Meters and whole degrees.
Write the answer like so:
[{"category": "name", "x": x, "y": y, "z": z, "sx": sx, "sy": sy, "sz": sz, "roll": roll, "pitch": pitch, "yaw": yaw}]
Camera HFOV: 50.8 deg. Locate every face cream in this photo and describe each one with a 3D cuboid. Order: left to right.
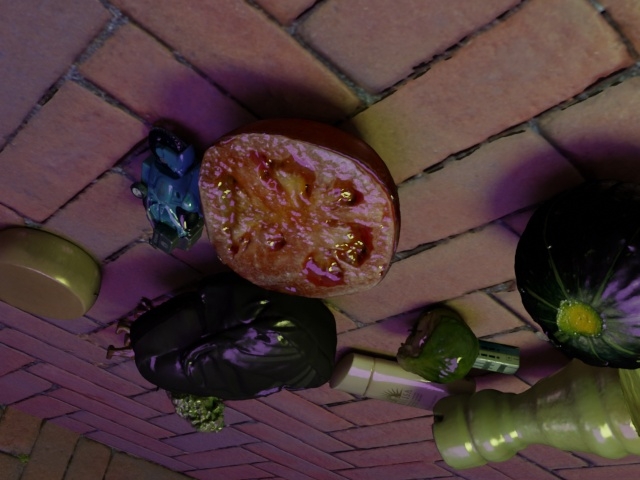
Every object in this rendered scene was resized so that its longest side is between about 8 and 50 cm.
[{"category": "face cream", "x": 0.201, "y": 0.362, "z": 1.700, "sx": 0.348, "sy": 0.081, "sz": 0.173, "roll": 12, "pitch": 145, "yaw": -1}]

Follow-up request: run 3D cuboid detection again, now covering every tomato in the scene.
[{"category": "tomato", "x": -0.020, "y": -0.064, "z": 1.056, "sx": 0.338, "sy": 0.144, "sz": 0.338, "roll": 10, "pitch": 135, "yaw": 10}]

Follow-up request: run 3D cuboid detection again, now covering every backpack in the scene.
[{"category": "backpack", "x": -0.197, "y": 0.208, "z": 1.454, "sx": 0.445, "sy": 0.255, "sz": 0.363, "roll": -17, "pitch": 140, "yaw": 16}]

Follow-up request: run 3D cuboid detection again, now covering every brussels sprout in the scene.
[{"category": "brussels sprout", "x": 0.255, "y": 0.232, "z": 1.430, "sx": 0.145, "sy": 0.131, "sz": 0.183, "roll": 32, "pitch": 134, "yaw": -3}]

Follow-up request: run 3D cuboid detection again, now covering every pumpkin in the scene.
[{"category": "pumpkin", "x": 0.454, "y": 0.031, "z": 1.011, "sx": 0.295, "sy": 0.296, "sz": 0.296, "roll": 9, "pitch": 147, "yaw": 6}]

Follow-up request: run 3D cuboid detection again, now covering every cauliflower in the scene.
[{"category": "cauliflower", "x": -0.285, "y": 0.361, "z": 1.789, "sx": 0.315, "sy": 0.239, "sz": 0.256, "roll": -20, "pitch": 111, "yaw": 16}]

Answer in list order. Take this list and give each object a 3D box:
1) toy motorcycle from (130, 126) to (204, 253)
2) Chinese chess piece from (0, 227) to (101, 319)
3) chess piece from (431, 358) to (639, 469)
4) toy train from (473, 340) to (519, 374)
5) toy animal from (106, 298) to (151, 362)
[{"category": "toy motorcycle", "x": -0.232, "y": -0.072, "z": 1.170, "sx": 0.182, "sy": 0.123, "sz": 0.272, "roll": 35, "pitch": 145, "yaw": 5}, {"category": "Chinese chess piece", "x": -0.636, "y": 0.080, "z": 1.536, "sx": 0.273, "sy": 0.102, "sz": 0.273, "roll": 10, "pitch": 146, "yaw": 7}, {"category": "chess piece", "x": 0.471, "y": 0.383, "z": 1.467, "sx": 0.442, "sy": 0.234, "sz": 0.234, "roll": -21, "pitch": 135, "yaw": 31}, {"category": "toy train", "x": 0.326, "y": 0.250, "z": 1.519, "sx": 0.233, "sy": 0.051, "sz": 0.052, "roll": 11, "pitch": 143, "yaw": 2}, {"category": "toy animal", "x": -0.457, "y": 0.259, "z": 1.774, "sx": 0.157, "sy": 0.097, "sz": 0.312, "roll": 17, "pitch": 147, "yaw": -30}]
